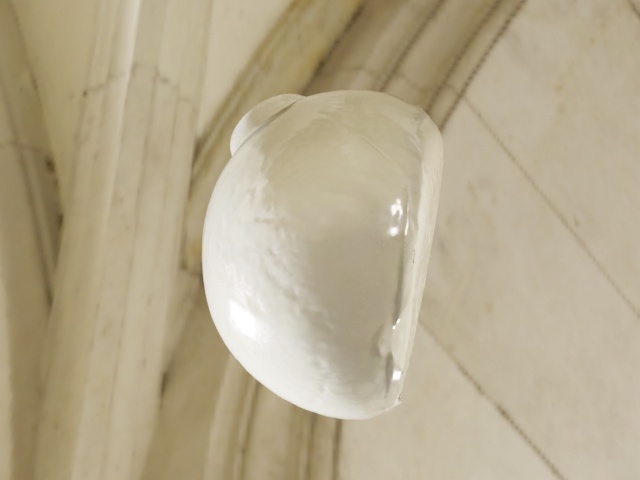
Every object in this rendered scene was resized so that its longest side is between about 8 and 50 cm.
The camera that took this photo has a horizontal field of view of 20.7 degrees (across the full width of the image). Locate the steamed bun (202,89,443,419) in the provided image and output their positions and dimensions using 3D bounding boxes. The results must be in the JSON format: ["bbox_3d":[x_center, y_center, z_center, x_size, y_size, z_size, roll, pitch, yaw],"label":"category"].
[{"bbox_3d":[0.000,0.000,1.020,0.130,0.228,0.177,7,-61,4],"label":"steamed bun"}]
